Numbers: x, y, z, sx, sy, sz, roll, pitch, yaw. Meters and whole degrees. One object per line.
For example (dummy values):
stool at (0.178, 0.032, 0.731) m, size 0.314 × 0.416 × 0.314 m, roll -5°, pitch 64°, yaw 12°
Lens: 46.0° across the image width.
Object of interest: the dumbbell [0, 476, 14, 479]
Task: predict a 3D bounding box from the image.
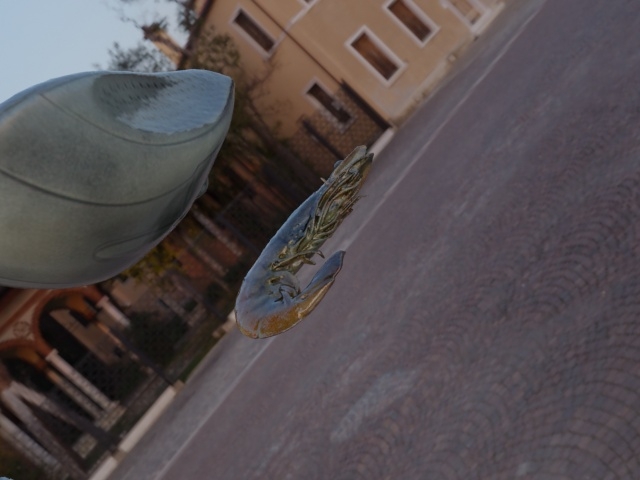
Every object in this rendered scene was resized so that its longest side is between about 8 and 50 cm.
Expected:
dumbbell at (-0.185, 0.327, 0.447) m, size 0.203 × 0.203 × 0.323 m, roll -36°, pitch 32°, yaw 60°

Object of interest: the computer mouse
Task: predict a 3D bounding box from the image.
computer mouse at (-0.171, -0.051, 0.655) m, size 0.188 × 0.122 × 0.371 m, roll -47°, pitch -1°, yaw 25°

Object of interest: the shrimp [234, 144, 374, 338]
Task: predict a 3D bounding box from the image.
shrimp at (0.000, 0.000, 0.933) m, size 0.296 × 0.058 × 0.169 m, roll -53°, pitch 32°, yaw -12°
